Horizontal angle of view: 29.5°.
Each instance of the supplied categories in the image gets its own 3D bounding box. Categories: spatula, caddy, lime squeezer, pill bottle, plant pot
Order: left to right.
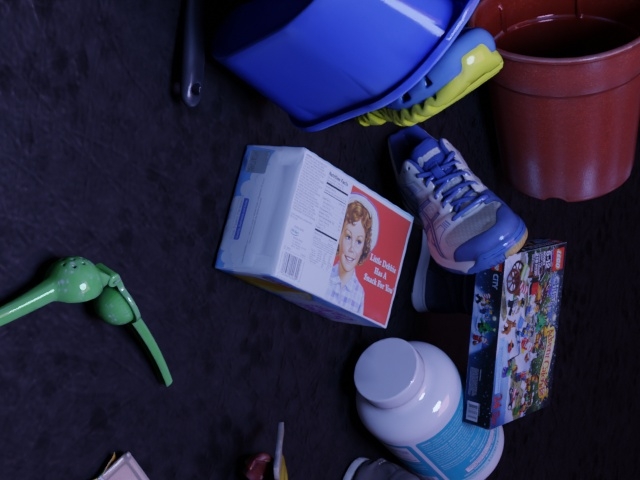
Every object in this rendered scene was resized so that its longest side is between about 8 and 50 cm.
[{"bbox_3d":[-0.222,0.076,1.180,0.310,0.059,0.109,22,79,-55],"label":"lime squeezer"},{"bbox_3d":[-0.121,-0.286,1.272,0.084,0.030,0.296,8,90,-56],"label":"spatula"},{"bbox_3d":[0.041,-0.244,1.259,0.179,0.341,0.241,31,69,-24],"label":"caddy"},{"bbox_3d":[0.142,0.231,1.649,0.264,0.146,0.146,50,57,-48],"label":"pill bottle"},{"bbox_3d":[0.363,-0.218,1.795,0.272,0.272,0.265,-48,140,-39],"label":"plant pot"}]

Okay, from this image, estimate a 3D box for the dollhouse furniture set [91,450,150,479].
[{"bbox_3d":[-0.201,0.295,1.283,0.076,0.059,0.151,-44,112,-32],"label":"dollhouse furniture set"}]

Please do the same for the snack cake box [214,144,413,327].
[{"bbox_3d":[0.000,0.000,1.452,0.264,0.089,0.152,29,71,-54],"label":"snack cake box"}]

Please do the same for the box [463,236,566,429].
[{"bbox_3d":[0.259,0.119,1.609,0.159,0.044,0.233,-10,107,-49],"label":"box"}]

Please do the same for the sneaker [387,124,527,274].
[{"bbox_3d":[0.154,-0.058,1.535,0.112,0.296,0.131,-33,116,-6],"label":"sneaker"}]

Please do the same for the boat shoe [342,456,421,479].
[{"bbox_3d":[0.042,0.449,1.595,0.112,0.096,0.335,41,64,-50],"label":"boat shoe"}]

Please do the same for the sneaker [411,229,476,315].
[{"bbox_3d":[0.221,-0.002,1.704,0.086,0.163,0.226,4,92,-53],"label":"sneaker"}]

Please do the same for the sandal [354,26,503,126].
[{"bbox_3d":[0.094,-0.212,1.412,0.126,0.317,0.138,-33,104,-19],"label":"sandal"}]

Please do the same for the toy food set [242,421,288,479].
[{"bbox_3d":[-0.075,0.323,1.435,0.128,0.071,0.217,-88,176,-63],"label":"toy food set"}]
